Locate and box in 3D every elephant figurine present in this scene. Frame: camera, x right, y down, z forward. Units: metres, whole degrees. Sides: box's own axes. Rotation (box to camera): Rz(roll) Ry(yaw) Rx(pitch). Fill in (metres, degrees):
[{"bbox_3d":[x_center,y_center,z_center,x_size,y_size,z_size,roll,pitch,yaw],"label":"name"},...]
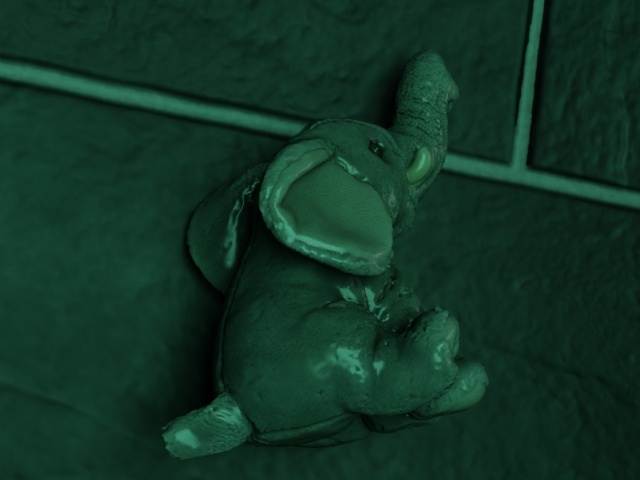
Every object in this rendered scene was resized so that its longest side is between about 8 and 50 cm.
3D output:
[{"bbox_3d":[0.000,0.000,0.989,0.169,0.186,0.239,-17,76,22],"label":"elephant figurine"}]
